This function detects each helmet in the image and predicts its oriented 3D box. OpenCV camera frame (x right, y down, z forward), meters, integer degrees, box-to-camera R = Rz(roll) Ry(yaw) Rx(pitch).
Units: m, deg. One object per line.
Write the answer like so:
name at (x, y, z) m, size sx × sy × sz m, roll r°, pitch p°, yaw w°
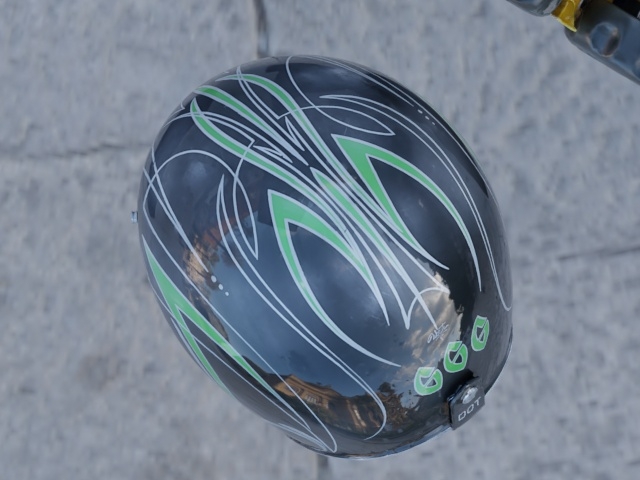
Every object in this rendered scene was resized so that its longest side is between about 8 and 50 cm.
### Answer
helmet at (0.000, 0.000, 0.841) m, size 0.169 × 0.169 × 0.161 m, roll -20°, pitch 127°, yaw 14°

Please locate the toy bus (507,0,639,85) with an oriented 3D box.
toy bus at (0.134, -0.191, 1.008) m, size 0.220 × 0.211 × 0.149 m, roll 26°, pitch 101°, yaw -29°
